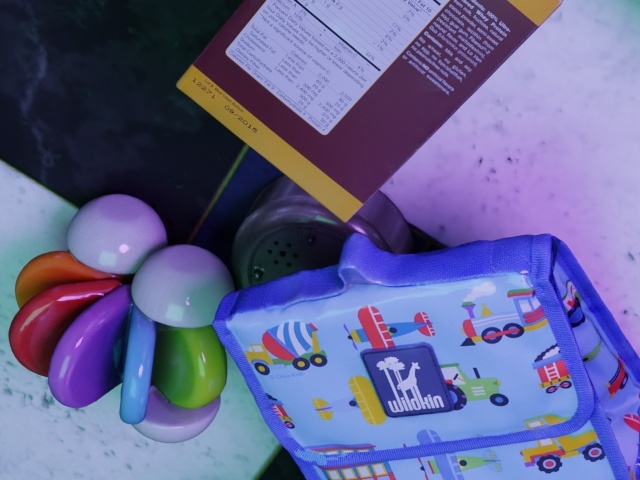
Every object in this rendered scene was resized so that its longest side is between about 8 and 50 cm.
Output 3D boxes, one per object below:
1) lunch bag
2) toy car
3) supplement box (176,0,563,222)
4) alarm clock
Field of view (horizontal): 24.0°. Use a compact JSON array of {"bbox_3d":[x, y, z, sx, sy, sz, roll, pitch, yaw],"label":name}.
[{"bbox_3d":[0.082,0.086,1.003,0.221,0.138,0.293,-10,139,23],"label":"lunch bag"},{"bbox_3d":[-0.154,0.068,1.107,0.182,0.136,0.159,35,130,30],"label":"toy car"},{"bbox_3d":[0.047,-0.154,0.881,0.129,0.191,0.194,39,126,-8],"label":"supplement box"},{"bbox_3d":[0.000,0.000,1.079,0.129,0.064,0.192,8,120,14],"label":"alarm clock"}]
